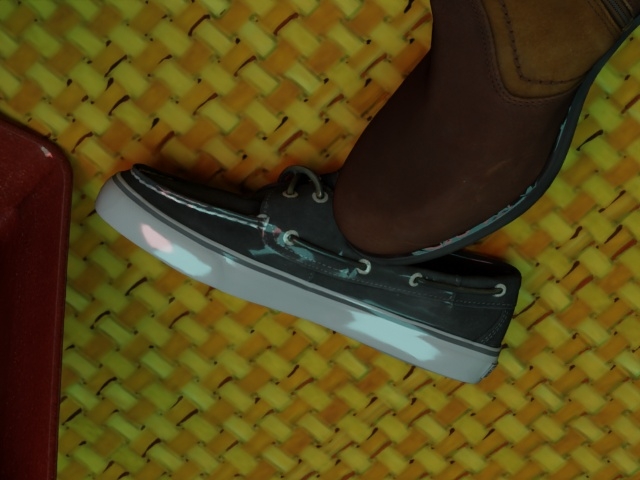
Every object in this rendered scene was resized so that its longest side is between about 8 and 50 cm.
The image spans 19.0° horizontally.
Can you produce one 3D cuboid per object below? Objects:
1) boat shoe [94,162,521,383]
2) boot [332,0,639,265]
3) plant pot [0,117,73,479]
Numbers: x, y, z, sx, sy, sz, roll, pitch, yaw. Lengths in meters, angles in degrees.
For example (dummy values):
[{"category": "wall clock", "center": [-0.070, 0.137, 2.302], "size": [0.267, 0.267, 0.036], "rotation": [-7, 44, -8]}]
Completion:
[{"category": "boat shoe", "center": [0.000, 0.000, 0.987], "size": [0.228, 0.080, 0.076], "rotation": [24, 102, -7]}, {"category": "boot", "center": [0.044, -0.113, 0.821], "size": [0.264, 0.096, 0.280], "rotation": [-37, 147, 21]}, {"category": "plant pot", "center": [-0.299, 0.066, 0.918], "size": [0.267, 0.267, 0.236], "rotation": [26, 128, -28]}]
